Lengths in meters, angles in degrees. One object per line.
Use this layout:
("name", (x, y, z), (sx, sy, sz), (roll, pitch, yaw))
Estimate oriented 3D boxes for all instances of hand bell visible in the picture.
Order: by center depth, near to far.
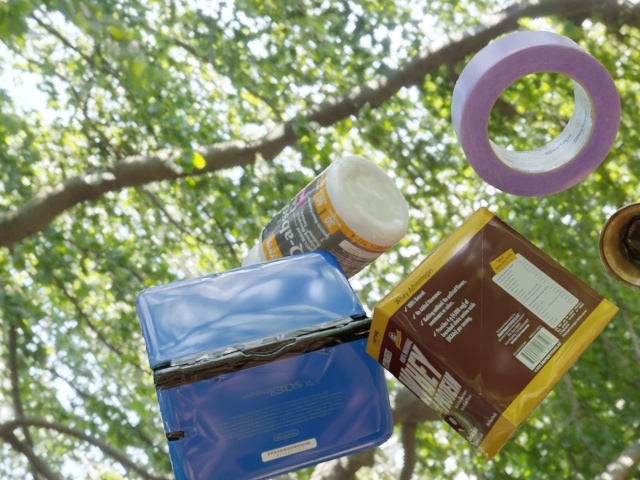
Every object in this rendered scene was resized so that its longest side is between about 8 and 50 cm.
("hand bell", (0.495, -0.019, 1.177), (0.126, 0.126, 0.242), (-55, -14, 28))

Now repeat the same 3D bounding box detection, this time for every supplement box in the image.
("supplement box", (0.190, 0.105, 0.921), (0.191, 0.194, 0.129), (-41, -22, -23))

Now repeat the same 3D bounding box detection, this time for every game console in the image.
("game console", (-0.078, 0.168, 1.079), (0.293, 0.250, 0.173), (-12, 9, -14))

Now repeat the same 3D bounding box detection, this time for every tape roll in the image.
("tape roll", (0.258, -0.154, 0.972), (0.189, 0.189, 0.080), (-53, 15, 23))

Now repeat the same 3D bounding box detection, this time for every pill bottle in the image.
("pill bottle", (0.000, 0.000, 1.302), (0.278, 0.162, 0.162), (-40, -14, 37))
